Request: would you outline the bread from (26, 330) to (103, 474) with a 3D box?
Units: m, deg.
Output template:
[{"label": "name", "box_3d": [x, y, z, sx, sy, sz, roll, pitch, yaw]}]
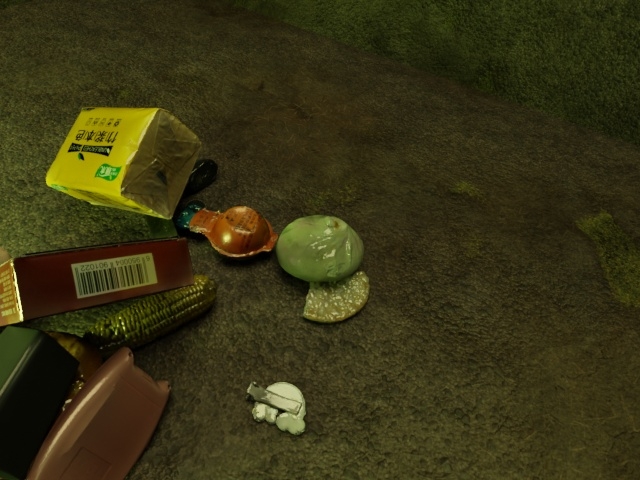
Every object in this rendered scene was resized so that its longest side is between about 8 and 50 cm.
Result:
[{"label": "bread", "box_3d": [-0.622, 0.357, 0.955, 0.312, 0.172, 0.312, 4, 52, -5]}]

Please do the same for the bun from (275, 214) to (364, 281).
[{"label": "bun", "box_3d": [0.000, 0.000, 1.348, 0.283, 0.179, 0.283, 5, 26, -2]}]

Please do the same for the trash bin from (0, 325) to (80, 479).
[{"label": "trash bin", "box_3d": [-0.570, 0.295, 0.796, 0.115, 0.165, 0.225, 5, 50, 11]}]

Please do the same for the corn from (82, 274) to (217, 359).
[{"label": "corn", "box_3d": [-0.445, 0.200, 1.163, 0.363, 0.120, 0.120, -26, 57, -28]}]

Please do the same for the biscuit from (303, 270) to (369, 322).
[{"label": "biscuit", "box_3d": [0.044, 0.162, 1.336, 0.265, 0.040, 0.188, -27, 58, -31]}]

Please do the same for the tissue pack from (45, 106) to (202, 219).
[{"label": "tissue pack", "box_3d": [-0.609, -0.245, 1.341, 0.382, 0.228, 0.293, 11, 74, 28]}]

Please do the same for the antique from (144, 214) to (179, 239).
[{"label": "antique", "box_3d": [-0.523, -0.054, 1.406, 0.080, 0.081, 0.221, -15, 51, -23]}]

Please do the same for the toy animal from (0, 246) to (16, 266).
[{"label": "toy animal", "box_3d": [-0.942, 0.129, 1.035, 0.247, 0.277, 0.345, 14, 64, 25]}]

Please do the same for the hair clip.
[{"label": "hair clip", "box_3d": [-0.104, 0.407, 1.081, 0.172, 0.049, 0.116, 20, 52, 5]}]

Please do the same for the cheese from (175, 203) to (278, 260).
[{"label": "cheese", "box_3d": [-0.300, -0.039, 1.398, 0.329, 0.129, 0.217, 16, 47, 6]}]

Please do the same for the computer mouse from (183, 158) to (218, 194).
[{"label": "computer mouse", "box_3d": [-0.454, -0.239, 1.571, 0.062, 0.105, 0.192, 29, 49, 23]}]

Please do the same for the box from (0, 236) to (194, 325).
[{"label": "box", "box_3d": [-0.545, 0.098, 0.998, 0.344, 0.385, 0.122, -9, 86, -47]}]

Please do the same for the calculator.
[{"label": "calculator", "box_3d": [-0.451, 0.410, 0.912, 0.048, 0.220, 0.329, -2, 44, 31]}]

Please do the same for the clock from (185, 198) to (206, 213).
[{"label": "clock", "box_3d": [-0.440, -0.117, 1.525, 0.074, 0.010, 0.083, -3, 49, -13]}]
